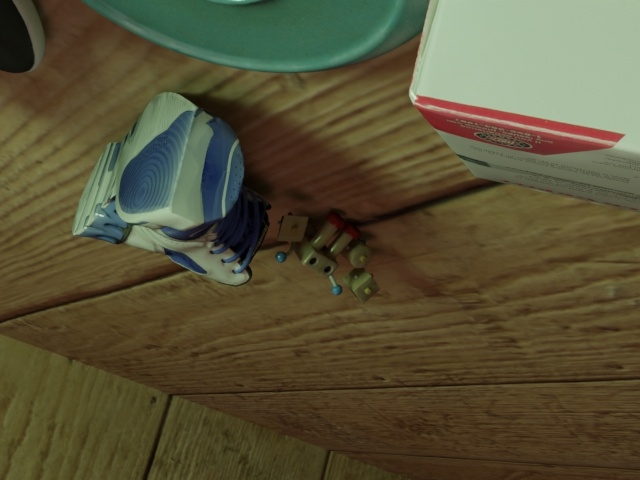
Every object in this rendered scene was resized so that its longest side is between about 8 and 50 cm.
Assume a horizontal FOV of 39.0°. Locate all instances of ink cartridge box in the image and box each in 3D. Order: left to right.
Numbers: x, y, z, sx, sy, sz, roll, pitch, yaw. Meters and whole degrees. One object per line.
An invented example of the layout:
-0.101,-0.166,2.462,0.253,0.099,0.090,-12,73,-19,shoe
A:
0.160,-0.077,0.479,0.172,0.100,0.237,14,180,17,ink cartridge box

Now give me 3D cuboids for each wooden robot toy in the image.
0.000,0.000,1.002,0.173,0.076,0.079,32,-171,-40,wooden robot toy

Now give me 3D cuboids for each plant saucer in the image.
-0.066,-0.188,0.544,0.317,0.044,0.317,14,160,5,plant saucer

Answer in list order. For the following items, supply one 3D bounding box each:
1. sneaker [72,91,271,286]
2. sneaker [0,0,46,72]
-0.114,-0.039,0.885,0.182,0.127,0.315,20,167,-25,sneaker
-0.306,-0.164,0.626,0.104,0.147,0.296,6,160,19,sneaker
